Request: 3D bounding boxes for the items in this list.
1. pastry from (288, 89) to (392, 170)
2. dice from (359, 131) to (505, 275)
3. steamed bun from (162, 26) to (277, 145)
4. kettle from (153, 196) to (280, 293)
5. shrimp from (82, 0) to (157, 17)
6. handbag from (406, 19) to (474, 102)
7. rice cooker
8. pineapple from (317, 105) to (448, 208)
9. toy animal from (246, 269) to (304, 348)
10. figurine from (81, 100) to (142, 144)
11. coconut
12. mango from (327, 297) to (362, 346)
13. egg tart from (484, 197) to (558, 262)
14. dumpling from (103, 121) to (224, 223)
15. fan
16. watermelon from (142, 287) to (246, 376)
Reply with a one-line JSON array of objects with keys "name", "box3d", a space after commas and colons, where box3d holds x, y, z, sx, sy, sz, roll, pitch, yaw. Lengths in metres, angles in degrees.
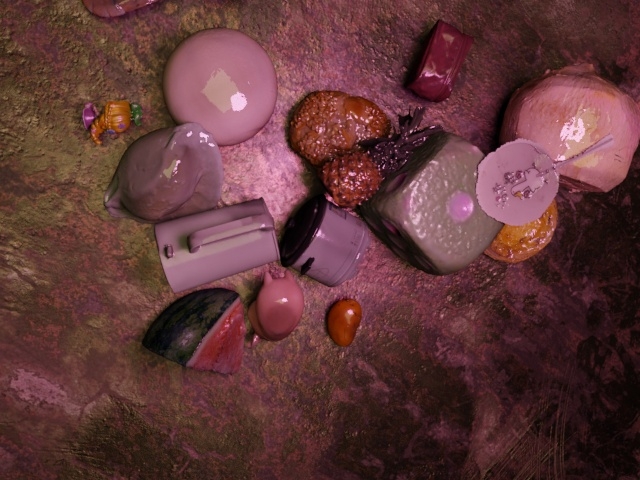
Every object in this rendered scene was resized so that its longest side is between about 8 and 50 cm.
[{"name": "pastry", "box3d": [0.064, -0.316, 1.572, 0.311, 0.162, 0.255, 10, 91, -14]}, {"name": "dice", "box3d": [0.327, -0.110, 1.565, 0.322, 0.330, 0.318, -46, 107, -5]}, {"name": "steamed bun", "box3d": [-0.274, -0.422, 1.464, 0.324, 0.206, 0.324, -1, 97, -11]}, {"name": "kettle", "box3d": [-0.287, -0.006, 1.476, 0.318, 0.205, 0.265, -15, 143, -10]}, {"name": "shrimp", "box3d": [-0.533, -0.702, 1.458, 0.254, 0.059, 0.145, -24, 90, -4]}, {"name": "handbag", "box3d": [0.364, -0.542, 1.622, 0.135, 0.146, 0.225, 22, 88, -10]}, {"name": "rice cooker", "box3d": [0.000, 0.000, 1.550, 0.227, 0.241, 0.280, 29, 44, -18]}, {"name": "pineapple", "box3d": [0.168, -0.233, 1.465, 0.364, 0.165, 0.165, -36, 102, 0]}, {"name": "toy animal", "box3d": [-0.127, 0.208, 1.550, 0.166, 0.250, 0.154, -1, 54, -16]}, {"name": "figurine", "box3d": [-0.569, -0.324, 1.463, 0.156, 0.095, 0.115, -6, 85, -8]}, {"name": "coconut", "box3d": [0.751, -0.350, 1.611, 0.404, 0.404, 0.404, -1, 96, -12]}, {"name": "mango", "box3d": [0.073, 0.260, 1.668, 0.105, 0.084, 0.159, 11, 93, -7]}, {"name": "egg tart", "box3d": [0.638, -0.068, 1.748, 0.291, 0.107, 0.291, -2, 106, -8]}, {"name": "dumpling", "box3d": [-0.435, -0.154, 1.440, 0.212, 0.320, 0.270, -42, 117, -48]}, {"name": "fan", "box3d": [0.611, -0.187, 1.435, 0.414, 0.012, 0.233, -23, 104, -3]}, {"name": "watermelon", "box3d": [-0.359, 0.272, 1.564, 0.250, 0.292, 0.283, 31, 58, 24]}]
